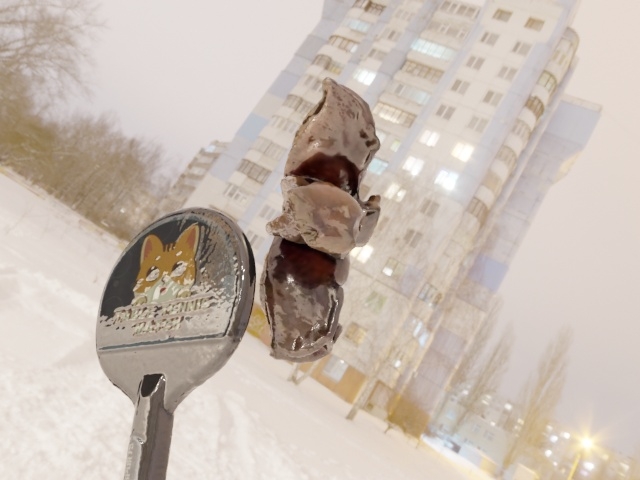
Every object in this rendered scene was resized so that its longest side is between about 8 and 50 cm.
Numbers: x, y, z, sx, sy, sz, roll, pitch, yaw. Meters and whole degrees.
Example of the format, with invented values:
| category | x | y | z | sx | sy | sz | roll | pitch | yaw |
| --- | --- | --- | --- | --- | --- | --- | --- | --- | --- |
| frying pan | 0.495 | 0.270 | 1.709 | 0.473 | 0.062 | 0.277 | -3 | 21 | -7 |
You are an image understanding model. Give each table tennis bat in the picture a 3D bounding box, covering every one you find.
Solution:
| category | x | y | z | sx | sy | sz | roll | pitch | yaw |
| --- | --- | --- | --- | --- | --- | --- | --- | --- | --- |
| table tennis bat | -0.115 | 0.081 | 0.337 | 0.150 | 0.237 | 0.027 | -11 | -28 | 22 |

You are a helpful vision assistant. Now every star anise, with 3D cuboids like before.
| category | x | y | z | sx | sy | sz | roll | pitch | yaw |
| --- | --- | --- | --- | --- | --- | --- | --- | --- | --- |
| star anise | 0.001 | -0.004 | 0.393 | 0.098 | 0.215 | 0.220 | 7 | -19 | -6 |
